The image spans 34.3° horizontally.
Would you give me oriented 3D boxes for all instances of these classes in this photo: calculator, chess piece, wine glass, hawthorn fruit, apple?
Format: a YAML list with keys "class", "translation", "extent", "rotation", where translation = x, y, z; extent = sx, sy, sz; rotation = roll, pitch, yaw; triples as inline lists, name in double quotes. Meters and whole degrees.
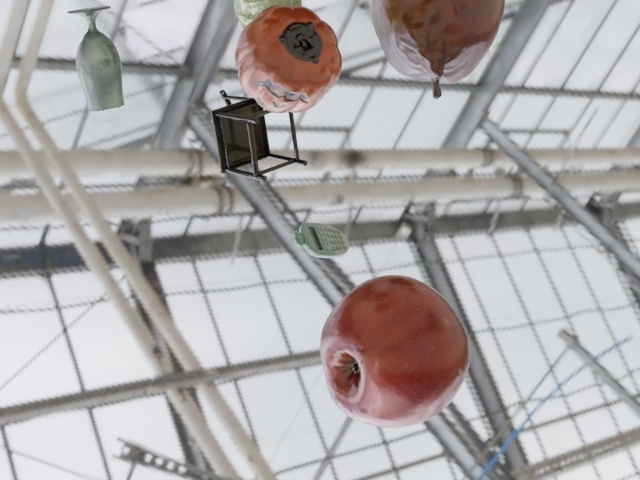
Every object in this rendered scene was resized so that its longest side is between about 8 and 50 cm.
- class: "calculator"
  translation: [0.000, 0.000, 2.355]
  extent: [0.153, 0.021, 0.095]
  rotation: [1, -128, -36]
- class: "chess piece"
  translation: [-0.143, -0.550, 2.145]
  extent: [0.144, 0.144, 0.251]
  rotation: [49, 177, 31]
- class: "wine glass"
  translation: [-0.447, -0.363, 2.080]
  extent: [0.092, 0.202, 0.093]
  rotation: [-6, -165, 2]
- class: "hawthorn fruit"
  translation: [0.242, -0.487, 2.220]
  extent: [0.308, 0.308, 0.325]
  rotation: [35, -130, 12]
- class: "apple"
  translation: [0.119, 0.195, 1.775]
  extent: [0.216, 0.260, 0.260]
  rotation: [-19, -127, -37]

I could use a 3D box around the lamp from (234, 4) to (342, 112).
- class: "lamp"
  translation: [-0.060, -0.313, 1.820]
  extent: [0.187, 0.164, 0.188]
  rotation: [7, -109, -20]

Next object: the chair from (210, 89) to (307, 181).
- class: "chair"
  translation: [-0.164, -0.231, 2.250]
  extent: [0.141, 0.155, 0.260]
  rotation: [-23, -154, -37]
